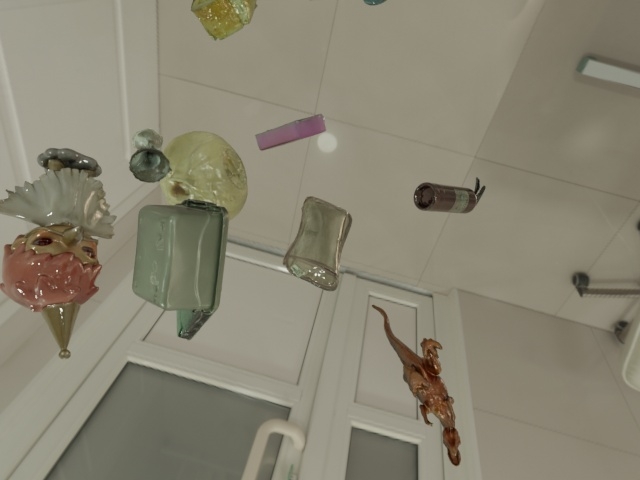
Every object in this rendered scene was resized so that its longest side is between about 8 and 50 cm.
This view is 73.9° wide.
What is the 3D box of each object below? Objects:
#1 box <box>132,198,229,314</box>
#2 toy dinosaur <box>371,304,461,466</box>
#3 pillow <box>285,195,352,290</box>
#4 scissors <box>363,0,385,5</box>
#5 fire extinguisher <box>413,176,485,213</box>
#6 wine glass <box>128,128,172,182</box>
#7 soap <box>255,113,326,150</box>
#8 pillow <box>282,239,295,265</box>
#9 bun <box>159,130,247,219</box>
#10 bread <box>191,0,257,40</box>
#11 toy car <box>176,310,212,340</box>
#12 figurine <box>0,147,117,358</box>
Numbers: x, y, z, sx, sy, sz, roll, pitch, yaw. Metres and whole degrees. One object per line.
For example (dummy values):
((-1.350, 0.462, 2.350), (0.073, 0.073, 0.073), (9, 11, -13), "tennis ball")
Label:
((-0.213, 0.023, 0.633), (0.124, 0.093, 0.171), (11, 96, 39), "box")
((0.228, 0.289, 0.990), (0.097, 0.431, 0.208), (-21, 148, -2), "toy dinosaur")
((0.000, 0.000, 0.952), (0.131, 0.232, 0.038), (23, 143, -14), "pillow")
((0.092, -0.832, 1.413), (0.290, 0.041, 0.137), (2, 87, 21), "scissors")
((0.346, -0.119, 1.094), (0.231, 0.071, 0.099), (-1, 108, -34), "fire extinguisher")
((-0.541, -0.273, 1.344), (0.122, 0.182, 0.122), (-11, 128, -15), "wine glass")
((-0.126, -0.458, 1.811), (0.260, 0.181, 0.081), (-3, 110, 42), "soap")
((-0.015, -0.005, 1.414), (0.223, 0.236, 0.084), (-35, 92, 13), "pillow")
((-0.454, -0.212, 1.564), (0.365, 0.202, 0.363), (7, 110, 19), "bun")
((-0.291, -0.766, 1.359), (0.186, 0.256, 0.124), (3, 151, 23), "bread")
((-0.321, 0.077, 1.079), (0.097, 0.320, 0.141), (18, 130, -34), "toy car")
((-0.473, 0.014, 0.769), (0.166, 0.386, 0.207), (-24, 150, 29), "figurine")
